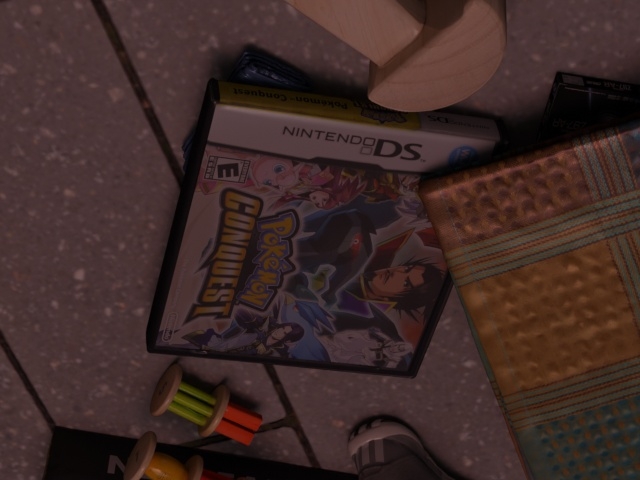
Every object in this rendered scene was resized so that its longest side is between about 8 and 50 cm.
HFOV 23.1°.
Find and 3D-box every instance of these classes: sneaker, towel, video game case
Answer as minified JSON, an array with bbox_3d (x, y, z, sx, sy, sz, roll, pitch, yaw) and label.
[{"bbox_3d":[0.107,0.281,1.489,0.086,0.132,0.228,-37,118,25],"label":"sneaker"},{"bbox_3d":[-0.060,-0.095,1.272,0.067,0.029,0.119,23,123,-21],"label":"towel"},{"bbox_3d":[0.000,0.000,1.316,0.248,0.035,0.275,7,128,-15],"label":"video game case"},{"bbox_3d":[0.263,0.069,1.298,0.271,0.040,0.370,-17,116,15],"label":"towel"}]

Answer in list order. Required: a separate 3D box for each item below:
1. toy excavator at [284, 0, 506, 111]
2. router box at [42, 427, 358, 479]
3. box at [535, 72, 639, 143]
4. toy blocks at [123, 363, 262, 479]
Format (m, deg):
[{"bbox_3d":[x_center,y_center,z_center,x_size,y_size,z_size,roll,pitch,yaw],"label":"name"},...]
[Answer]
[{"bbox_3d":[-0.039,-0.301,1.036,0.432,0.222,0.445,11,140,-8],"label":"toy excavator"},{"bbox_3d":[-0.132,0.320,1.553,0.308,0.081,0.243,10,126,-7],"label":"router box"},{"bbox_3d":[0.224,-0.098,1.273,0.083,0.018,0.067,9,126,-6],"label":"box"},{"bbox_3d":[-0.092,0.197,1.440,0.148,0.123,0.054,29,153,-18],"label":"toy blocks"}]
